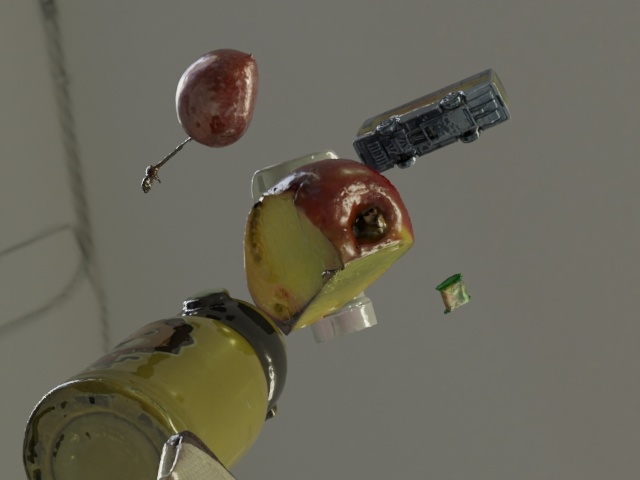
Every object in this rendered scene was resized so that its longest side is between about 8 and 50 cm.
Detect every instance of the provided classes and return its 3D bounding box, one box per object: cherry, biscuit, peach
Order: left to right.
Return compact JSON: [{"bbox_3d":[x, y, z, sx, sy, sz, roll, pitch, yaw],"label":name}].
[{"bbox_3d":[-0.137,-0.126,1.809,0.225,0.090,0.107,-56,-142,30],"label":"cherry"},{"bbox_3d":[0.006,-0.003,1.857,0.158,0.154,0.267,63,-26,16],"label":"peach"},{"bbox_3d":[0.193,0.077,2.312,0.016,0.046,0.089,57,-3,33],"label":"biscuit"}]

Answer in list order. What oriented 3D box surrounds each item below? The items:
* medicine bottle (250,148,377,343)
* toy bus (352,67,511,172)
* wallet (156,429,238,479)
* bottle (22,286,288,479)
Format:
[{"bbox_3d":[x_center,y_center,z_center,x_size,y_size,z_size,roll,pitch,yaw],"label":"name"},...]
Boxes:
[{"bbox_3d":[-0.003,0.011,2.574,0.111,0.161,0.296,152,-78,-84],"label":"medicine bottle"},{"bbox_3d":[0.135,-0.145,1.934,0.064,0.191,0.075,58,24,-25],"label":"toy bus"},{"bbox_3d":[-0.016,0.300,1.054,0.335,0.068,0.274,48,26,-35],"label":"wallet"},{"bbox_3d":[-0.140,0.158,1.567,0.172,0.351,0.171,5,-73,16],"label":"bottle"}]
